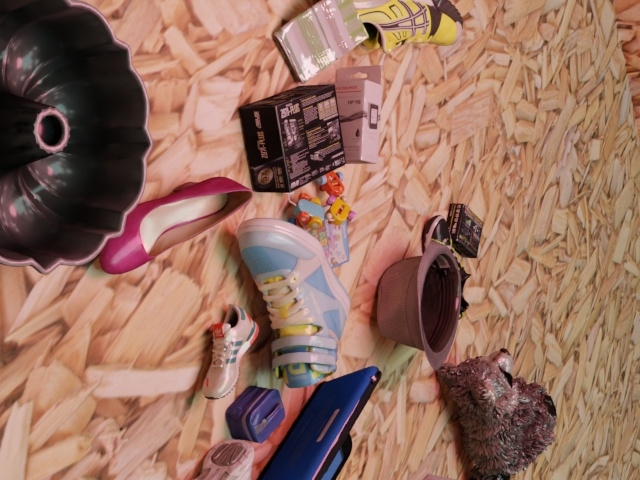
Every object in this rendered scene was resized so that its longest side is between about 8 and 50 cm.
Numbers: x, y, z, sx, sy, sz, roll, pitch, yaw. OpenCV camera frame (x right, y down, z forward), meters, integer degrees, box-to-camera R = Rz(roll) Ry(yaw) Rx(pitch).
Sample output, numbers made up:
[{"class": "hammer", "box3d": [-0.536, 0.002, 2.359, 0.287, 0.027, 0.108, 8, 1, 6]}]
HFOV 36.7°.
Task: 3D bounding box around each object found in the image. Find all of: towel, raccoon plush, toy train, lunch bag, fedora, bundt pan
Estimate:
[{"class": "towel", "box3d": [0.004, -0.353, 1.664, 0.152, 0.023, 0.113, -35, 129, -6]}, {"class": "raccoon plush", "box3d": [0.377, 0.469, 2.207, 0.299, 0.216, 0.447, 16, 79, -47]}, {"class": "toy train", "box3d": [-0.007, -0.070, 1.715, 0.166, 0.046, 0.125, -18, 65, -47]}, {"class": "lunch bag", "box3d": [-0.101, 0.287, 1.595, 0.098, 0.065, 0.067, -44, 128, -44]}, {"class": "fedora", "box3d": [0.192, 0.127, 1.958, 0.275, 0.124, 0.244, -62, 142, -44]}, {"class": "bundt pan", "box3d": [-0.357, -0.129, 1.136, 0.330, 0.124, 0.331, -9, 100, -56]}]

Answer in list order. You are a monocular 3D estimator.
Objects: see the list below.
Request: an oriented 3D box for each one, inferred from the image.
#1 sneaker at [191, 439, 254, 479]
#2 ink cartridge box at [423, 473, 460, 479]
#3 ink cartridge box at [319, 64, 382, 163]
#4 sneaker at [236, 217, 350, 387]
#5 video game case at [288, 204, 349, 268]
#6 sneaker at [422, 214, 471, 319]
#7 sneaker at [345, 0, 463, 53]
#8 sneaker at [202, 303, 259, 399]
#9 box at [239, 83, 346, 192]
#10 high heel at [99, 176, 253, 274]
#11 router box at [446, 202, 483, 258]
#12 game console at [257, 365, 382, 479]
[{"class": "sneaker", "box3d": [-0.169, 0.416, 1.489, 0.232, 0.090, 0.115, -38, 127, -47]}, {"class": "ink cartridge box", "box3d": [0.233, 0.623, 2.092, 0.208, 0.086, 0.153, -25, 113, -53]}, {"class": "ink cartridge box", "box3d": [0.051, -0.231, 1.743, 0.060, 0.104, 0.180, 4, 89, -55]}, {"class": "sneaker", "box3d": [-0.046, 0.118, 1.577, 0.319, 0.127, 0.208, 50, 38, -44]}, {"class": "video game case", "box3d": [0.000, 0.000, 1.765, 0.166, 0.015, 0.119, -22, 110, -53]}, {"class": "sneaker", "box3d": [0.289, 0.058, 2.119, 0.084, 0.097, 0.235, -25, 113, -53]}, {"class": "sneaker", "box3d": [0.128, -0.422, 1.834, 0.384, 0.145, 0.147, 10, 93, -46]}, {"class": "sneaker", "box3d": [-0.155, 0.171, 1.519, 0.075, 0.057, 0.161, 58, 43, -36]}, {"class": "box", "box3d": [-0.043, -0.175, 1.631, 0.180, 0.077, 0.148, -32, 118, -51]}, {"class": "high heel", "box3d": [-0.203, -0.020, 1.374, 0.244, 0.117, 0.082, -37, 123, -48]}, {"class": "router box", "box3d": [0.331, -0.022, 2.227, 0.122, 0.038, 0.092, 35, 64, -52]}, {"class": "game console", "box3d": [0.015, 0.397, 1.692, 0.173, 0.250, 0.293, 47, 50, -14]}]
